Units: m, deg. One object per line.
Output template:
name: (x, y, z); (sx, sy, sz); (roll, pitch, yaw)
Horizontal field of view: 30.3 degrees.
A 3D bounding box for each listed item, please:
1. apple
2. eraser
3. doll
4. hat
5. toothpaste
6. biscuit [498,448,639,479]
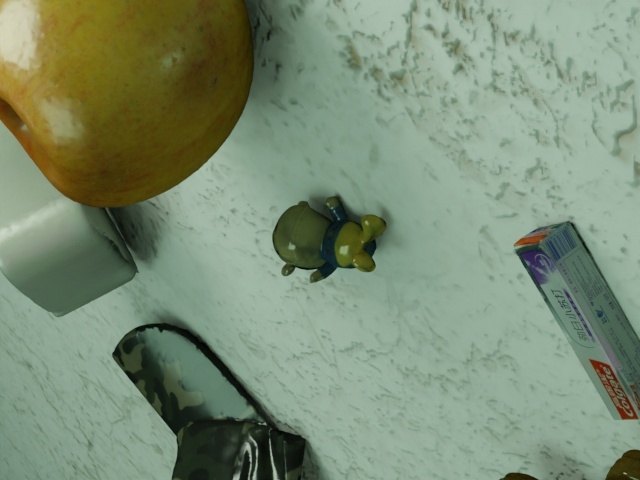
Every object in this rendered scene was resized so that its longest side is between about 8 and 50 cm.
apple: (-0.219, -0.187, 1.224); (0.299, 0.275, 0.299); (31, 155, 16)
eraser: (-0.379, -0.020, 1.684); (0.331, 0.149, 0.331); (60, 176, 7)
doll: (0.000, 0.000, 1.312); (0.088, 0.102, 0.179); (24, 163, -30)
hat: (-0.204, 0.333, 1.830); (0.381, 0.257, 0.366); (30, 145, 3)
toothpaste: (0.249, 0.075, 1.080); (0.196, 0.040, 0.047); (59, 152, -9)
biscuit: (0.308, 0.332, 1.232); (0.283, 0.064, 0.432); (43, 151, 2)
